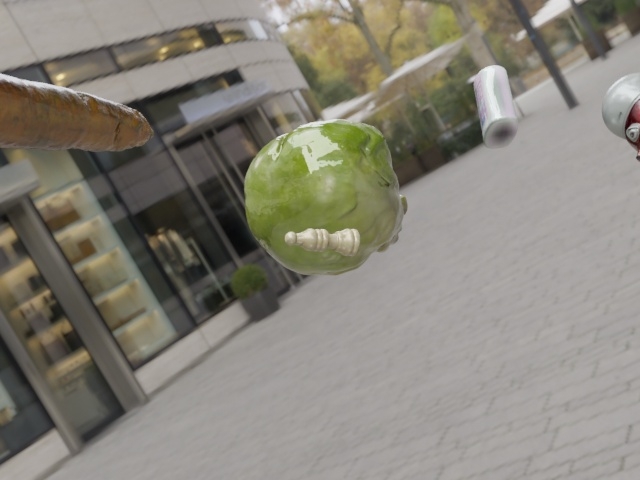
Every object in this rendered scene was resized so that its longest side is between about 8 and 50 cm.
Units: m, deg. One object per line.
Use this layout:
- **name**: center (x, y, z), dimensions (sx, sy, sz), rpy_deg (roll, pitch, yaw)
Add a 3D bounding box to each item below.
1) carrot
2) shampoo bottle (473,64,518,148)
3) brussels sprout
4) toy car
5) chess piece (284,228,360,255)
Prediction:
- **carrot**: center (-0.242, -0.098, 0.694), dimensions (0.066, 0.066, 0.314), rpy_deg (-29, -16, 28)
- **shampoo bottle**: center (0.225, -0.177, 1.156), dimensions (0.043, 0.099, 0.072), rpy_deg (-4, -26, -1)
- **brussels sprout**: center (0.005, -0.072, 1.562), dimensions (0.273, 0.243, 0.317), rpy_deg (-21, -35, 3)
- **toy car**: center (0.391, -0.152, 1.067), dimensions (0.139, 0.112, 0.112), rpy_deg (-36, -37, -40)
- **chess piece**: center (0.000, 0.000, 1.102), dimensions (0.092, 0.035, 0.035), rpy_deg (4, -11, -22)
